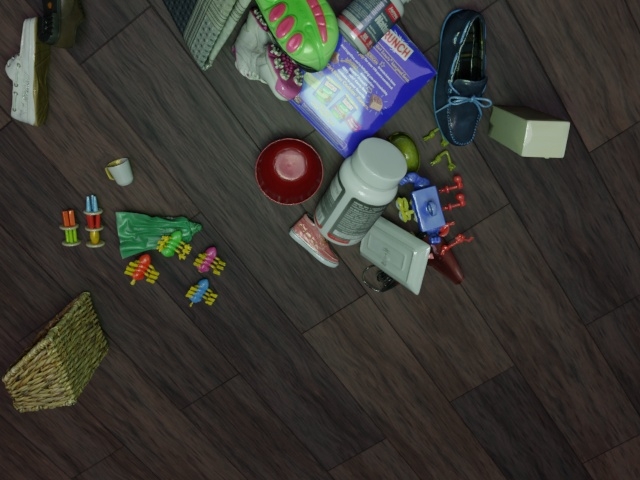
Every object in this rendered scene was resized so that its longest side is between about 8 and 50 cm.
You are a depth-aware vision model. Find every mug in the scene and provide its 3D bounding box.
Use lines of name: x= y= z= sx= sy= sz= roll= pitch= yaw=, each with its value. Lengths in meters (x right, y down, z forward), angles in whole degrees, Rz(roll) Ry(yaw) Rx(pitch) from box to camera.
mug: x=-0.555 y=-0.189 z=1.545 sx=0.062 sy=0.078 sz=0.064 roll=-31 pitch=122 yaw=-24

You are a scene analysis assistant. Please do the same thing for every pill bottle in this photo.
pill bottle: x=0.127 y=-0.526 z=1.267 sx=0.108 sy=0.108 sz=0.180 roll=43 pitch=101 yaw=-15
pill bottle: x=0.103 y=-0.124 z=1.454 sx=0.161 sy=0.161 sz=0.283 roll=23 pitch=140 yaw=-9

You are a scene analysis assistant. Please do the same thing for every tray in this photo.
tray: x=0.189 y=0.029 z=1.530 sx=0.030 sy=0.270 sz=0.145 roll=-5 pitch=115 yaw=-32

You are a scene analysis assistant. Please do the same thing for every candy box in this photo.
candy box: x=0.091 y=-0.416 z=1.426 sx=0.317 sy=0.122 sz=0.268 roll=-42 pitch=104 yaw=15

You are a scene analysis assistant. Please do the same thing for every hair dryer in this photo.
hair dryer: x=0.287 y=0.064 z=1.647 sx=0.293 sy=0.080 sz=0.224 roll=14 pitch=118 yaw=5

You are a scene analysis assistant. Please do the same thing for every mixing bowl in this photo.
mixing bowl: x=-0.084 y=-0.198 z=1.518 sx=0.181 sy=0.098 sz=0.181 roll=0 pitch=111 yaw=-1

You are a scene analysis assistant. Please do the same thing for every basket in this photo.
basket: x=-0.781 y=0.311 z=1.596 sx=0.213 sy=0.299 sz=0.223 roll=-8 pitch=113 yaw=4

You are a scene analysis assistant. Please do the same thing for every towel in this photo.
towel: x=-0.265 y=-0.611 z=1.248 sx=0.324 sy=0.056 sz=0.312 roll=-43 pitch=72 yaw=47

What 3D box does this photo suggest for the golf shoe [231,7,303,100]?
golf shoe: x=-0.135 y=-0.428 z=1.356 sx=0.115 sy=0.306 sz=0.140 roll=20 pitch=129 yaw=-43

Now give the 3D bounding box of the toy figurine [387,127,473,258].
toy figurine: x=0.294 y=-0.121 z=1.451 sx=0.191 sy=0.217 sz=0.363 roll=-13 pitch=96 yaw=6

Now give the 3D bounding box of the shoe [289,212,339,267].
shoe: x=0.000 y=0.000 z=1.612 sx=0.178 sy=0.063 sz=0.081 roll=38 pitch=111 yaw=-9

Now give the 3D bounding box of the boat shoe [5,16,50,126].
boat shoe: x=-0.758 y=-0.434 z=1.420 sx=0.096 sy=0.098 sz=0.277 roll=12 pitch=111 yaw=-6

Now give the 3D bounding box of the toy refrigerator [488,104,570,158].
toy refrigerator: x=0.517 y=-0.277 z=1.405 sx=0.102 sy=0.269 sz=0.094 roll=2 pitch=110 yaw=-2

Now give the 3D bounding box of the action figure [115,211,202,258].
action figure: x=-0.458 y=-0.026 z=1.598 sx=0.232 sy=0.063 sz=0.137 roll=-4 pitch=110 yaw=-7

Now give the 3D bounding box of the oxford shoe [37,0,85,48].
oxford shoe: x=-0.634 y=-0.591 z=1.379 sx=0.082 sy=0.096 sz=0.227 roll=14 pitch=96 yaw=32

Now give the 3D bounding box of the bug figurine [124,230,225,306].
bug figurine: x=-0.409 y=0.080 z=1.612 sx=0.279 sy=0.072 sz=0.216 roll=28 pitch=112 yaw=-30

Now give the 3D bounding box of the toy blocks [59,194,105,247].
toy blocks: x=-0.684 y=-0.059 z=1.586 sx=0.123 sy=0.054 sz=0.148 roll=3 pitch=111 yaw=-3

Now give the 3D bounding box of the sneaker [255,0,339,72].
sneaker: x=-0.100 y=-0.600 z=1.288 sx=0.185 sy=0.202 sz=0.483 roll=-19 pitch=82 yaw=0

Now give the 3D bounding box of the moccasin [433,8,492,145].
moccasin: x=0.361 y=-0.406 z=1.421 sx=0.137 sy=0.117 sz=0.342 roll=-16 pitch=113 yaw=-16
